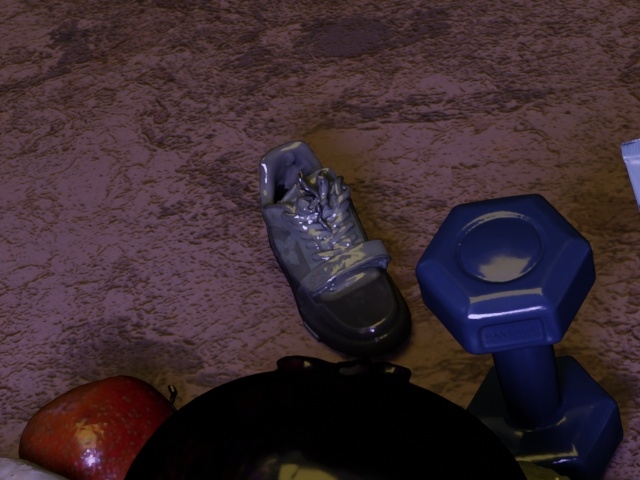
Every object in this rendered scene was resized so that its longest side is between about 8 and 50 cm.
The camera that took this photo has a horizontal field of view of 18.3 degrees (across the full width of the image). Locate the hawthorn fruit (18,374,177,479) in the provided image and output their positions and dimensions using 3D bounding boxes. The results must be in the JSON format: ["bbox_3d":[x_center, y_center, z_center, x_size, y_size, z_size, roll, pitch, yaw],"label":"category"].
[{"bbox_3d":[-0.203,0.205,1.993,0.157,0.157,0.194,18,43,35],"label":"hawthorn fruit"}]

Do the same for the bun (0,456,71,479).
[{"bbox_3d":[-0.292,0.318,1.886,0.231,0.133,0.231,-10,71,32],"label":"bun"}]

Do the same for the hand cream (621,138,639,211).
[{"bbox_3d":[0.345,0.025,1.873,0.085,0.331,0.058,-7,38,11],"label":"hand cream"}]

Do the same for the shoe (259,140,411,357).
[{"bbox_3d":[0.002,-0.002,2.170,0.109,0.149,0.293,-24,38,-11],"label":"shoe"}]

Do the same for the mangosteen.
[{"bbox_3d":[0.001,0.316,1.670,0.382,0.382,0.435,3,83,22],"label":"mangosteen"}]

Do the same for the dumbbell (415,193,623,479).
[{"bbox_3d":[0.190,0.107,1.841,0.144,0.316,0.156,-30,48,-12],"label":"dumbbell"}]

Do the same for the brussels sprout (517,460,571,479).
[{"bbox_3d":[0.194,0.278,1.811,0.181,0.100,0.139,11,68,33],"label":"brussels sprout"}]
